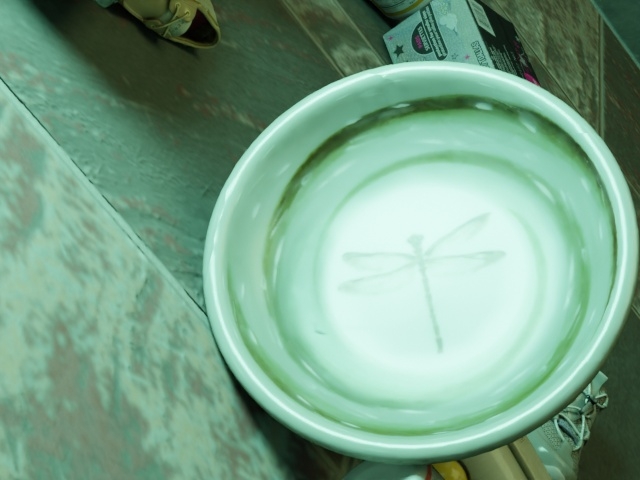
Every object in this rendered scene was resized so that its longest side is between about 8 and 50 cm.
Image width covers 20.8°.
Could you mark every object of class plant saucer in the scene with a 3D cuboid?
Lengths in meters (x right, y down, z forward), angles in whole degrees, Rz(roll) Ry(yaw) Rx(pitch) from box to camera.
[{"bbox_3d":[0.095,0.027,1.616,0.100,0.400,0.400,67,4,-62],"label":"plant saucer"}]

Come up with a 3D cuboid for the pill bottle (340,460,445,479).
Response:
[{"bbox_3d":[0.106,0.302,1.568,0.221,0.124,0.124,50,24,-18],"label":"pill bottle"}]

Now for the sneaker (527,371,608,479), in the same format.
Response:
[{"bbox_3d":[0.289,0.192,2.088,0.105,0.115,0.281,49,24,-20],"label":"sneaker"}]

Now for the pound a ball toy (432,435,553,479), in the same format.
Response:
[{"bbox_3d":[0.151,0.186,1.698,0.319,0.208,0.135,60,23,4],"label":"pound a ball toy"}]

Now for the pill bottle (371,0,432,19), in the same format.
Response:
[{"bbox_3d":[0.097,-0.391,2.441,0.215,0.117,0.117,40,28,-36],"label":"pill bottle"}]

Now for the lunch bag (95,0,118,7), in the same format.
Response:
[{"bbox_3d":[-0.234,-0.395,1.661,0.256,0.212,0.305,33,26,-10],"label":"lunch bag"}]

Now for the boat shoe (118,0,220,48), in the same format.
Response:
[{"bbox_3d":[-0.153,-0.239,1.810,0.170,0.063,0.059,11,45,-61],"label":"boat shoe"}]

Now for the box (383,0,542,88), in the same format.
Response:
[{"bbox_3d":[0.211,-0.198,2.397,0.163,0.142,0.247,25,38,-51],"label":"box"}]
